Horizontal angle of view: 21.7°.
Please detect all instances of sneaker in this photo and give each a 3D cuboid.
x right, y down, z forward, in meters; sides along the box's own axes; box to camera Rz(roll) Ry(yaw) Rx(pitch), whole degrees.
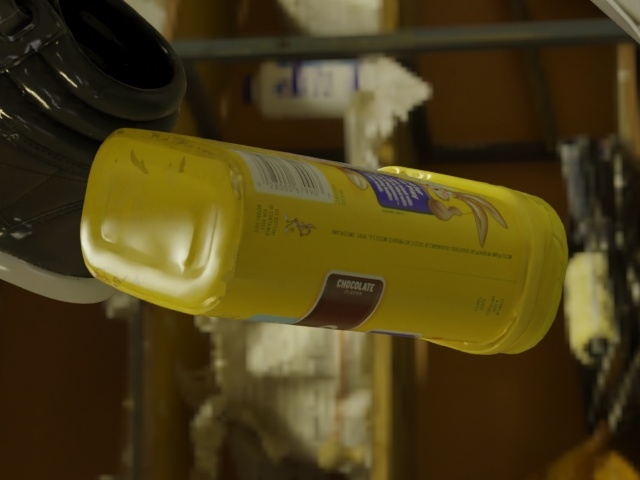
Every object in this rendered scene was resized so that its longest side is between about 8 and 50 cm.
[{"bbox_3d":[-0.195,-0.088,0.750,0.147,0.295,0.104,-57,21,28],"label":"sneaker"}]

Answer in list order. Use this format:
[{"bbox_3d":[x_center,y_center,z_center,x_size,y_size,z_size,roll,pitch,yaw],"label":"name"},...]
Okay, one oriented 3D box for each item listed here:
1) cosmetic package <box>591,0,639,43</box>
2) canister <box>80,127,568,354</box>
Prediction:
[{"bbox_3d":[0.120,-0.212,0.651,0.155,0.197,0.365,30,-161,-48],"label":"cosmetic package"},{"bbox_3d":[0.000,0.000,0.701,0.170,0.126,0.073,8,-85,-38],"label":"canister"}]
